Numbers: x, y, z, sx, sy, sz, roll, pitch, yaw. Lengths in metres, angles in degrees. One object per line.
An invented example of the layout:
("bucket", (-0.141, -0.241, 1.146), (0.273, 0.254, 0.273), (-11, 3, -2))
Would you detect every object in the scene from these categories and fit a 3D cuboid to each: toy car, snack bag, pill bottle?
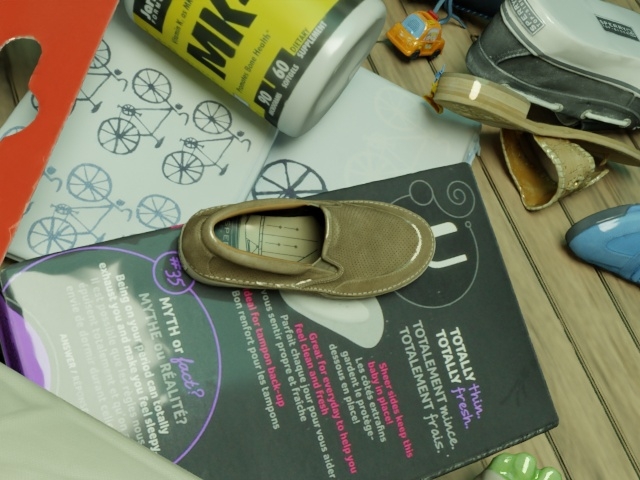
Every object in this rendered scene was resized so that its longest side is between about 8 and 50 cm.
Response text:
("toy car", (0.105, -0.162, 0.798), (0.060, 0.040, 0.122), (3, 44, -34))
("snack bag", (-0.050, -0.054, 0.686), (0.342, 0.037, 0.323), (26, 53, -6))
("pill bottle", (-0.066, -0.181, 0.664), (0.208, 0.119, 0.119), (36, 53, 3))

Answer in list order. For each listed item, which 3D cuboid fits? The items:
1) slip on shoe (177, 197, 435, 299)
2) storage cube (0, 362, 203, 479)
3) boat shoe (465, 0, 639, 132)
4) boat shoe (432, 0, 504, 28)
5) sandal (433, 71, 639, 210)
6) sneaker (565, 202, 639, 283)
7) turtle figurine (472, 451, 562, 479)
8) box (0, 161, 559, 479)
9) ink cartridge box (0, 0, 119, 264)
("slip on shoe", (0.000, 0.000, 0.445), (0.135, 0.041, 0.051), (4, 72, -22))
("storage cube", (-0.172, 0.153, 0.315), (0.215, 0.193, 0.184), (26, 7, 19))
("boat shoe", (0.259, -0.147, 0.839), (0.301, 0.102, 0.108), (7, 52, -37))
("boat shoe", (0.100, -0.254, 0.846), (0.258, 0.109, 0.089), (23, 45, 12))
("sandal", (0.181, -0.067, 0.774), (0.240, 0.088, 0.079), (16, 92, -35))
("sneaker", (0.307, 0.022, 0.768), (0.209, 0.069, 0.082), (8, 61, -19))
("turtle figurine", (0.139, 0.217, 0.470), (0.198, 0.274, 0.266), (4, 27, 16))
("box", (-0.032, 0.073, 0.516), (0.270, 0.143, 0.165), (-14, 82, -25))
("ink cartridge box", (-0.334, -0.131, 0.509), (0.385, 0.091, 0.308), (13, 59, 1))
